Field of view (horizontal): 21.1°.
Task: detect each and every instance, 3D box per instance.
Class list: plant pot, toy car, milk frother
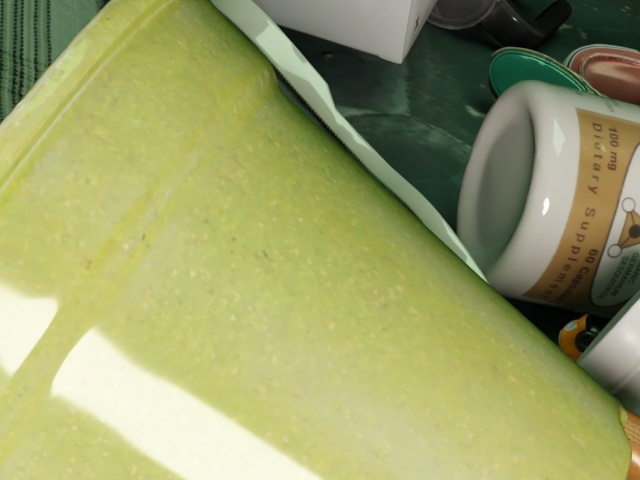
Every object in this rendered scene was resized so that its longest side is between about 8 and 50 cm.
[{"bbox_3d":[-0.027,0.071,0.681,0.254,0.276,0.276,35,32,1],"label":"plant pot"},{"bbox_3d":[0.130,0.085,0.924,0.040,0.060,0.122,-6,20,15],"label":"toy car"},{"bbox_3d":[0.158,-0.236,1.351,0.129,0.143,0.135,34,33,12],"label":"milk frother"}]

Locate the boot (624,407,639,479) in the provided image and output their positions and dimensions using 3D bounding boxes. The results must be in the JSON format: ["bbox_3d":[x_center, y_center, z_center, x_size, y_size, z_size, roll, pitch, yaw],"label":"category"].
[{"bbox_3d":[0.209,0.115,0.744,0.280,0.264,0.096,30,69,11],"label":"boot"}]

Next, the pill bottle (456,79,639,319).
[{"bbox_3d":[0.210,-0.011,1.046,0.229,0.131,0.131,12,32,-16],"label":"pill bottle"}]

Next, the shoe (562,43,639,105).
[{"bbox_3d":[0.265,-0.101,1.250,0.178,0.063,0.081,24,-10,-5],"label":"shoe"}]

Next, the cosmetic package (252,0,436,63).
[{"bbox_3d":[-0.006,-0.310,1.288,0.284,0.097,0.377,20,46,9],"label":"cosmetic package"}]

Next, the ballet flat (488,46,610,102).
[{"bbox_3d":[0.192,-0.082,1.236,0.168,0.057,0.052,33,3,12],"label":"ballet flat"}]

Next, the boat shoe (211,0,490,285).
[{"bbox_3d":[0.000,0.000,0.941,0.099,0.116,0.319,-33,68,-13],"label":"boat shoe"}]

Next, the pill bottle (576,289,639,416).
[{"bbox_3d":[0.216,0.097,0.883,0.169,0.094,0.094,42,34,6],"label":"pill bottle"}]

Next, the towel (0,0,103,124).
[{"bbox_3d":[-0.249,-0.134,0.946,0.312,0.056,0.324,30,27,-25],"label":"towel"}]
